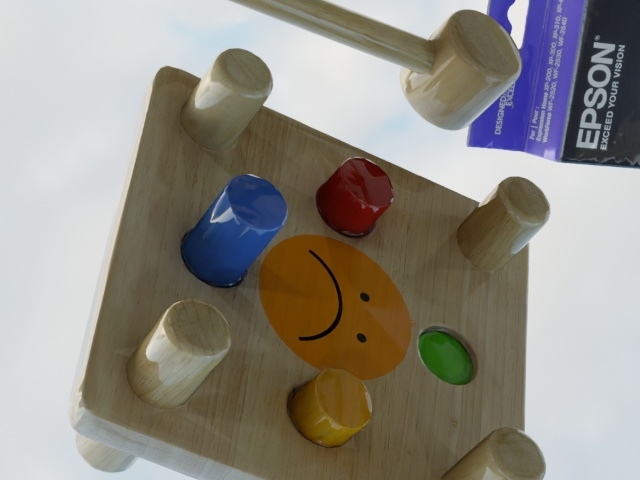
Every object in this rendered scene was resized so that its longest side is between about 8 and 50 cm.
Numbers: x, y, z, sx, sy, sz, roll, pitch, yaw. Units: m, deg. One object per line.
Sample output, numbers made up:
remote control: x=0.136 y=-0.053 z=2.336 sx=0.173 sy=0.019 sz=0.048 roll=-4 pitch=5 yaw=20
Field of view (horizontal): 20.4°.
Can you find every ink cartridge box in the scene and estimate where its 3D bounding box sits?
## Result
ink cartridge box: x=0.219 y=-0.157 z=1.304 sx=0.208 sy=0.206 sz=0.045 roll=3 pitch=-169 yaw=-25

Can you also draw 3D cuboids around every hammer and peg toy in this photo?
hammer and peg toy: x=0.000 y=0.000 z=1.012 sx=0.266 sy=0.127 sz=0.361 roll=23 pitch=-134 yaw=-17
